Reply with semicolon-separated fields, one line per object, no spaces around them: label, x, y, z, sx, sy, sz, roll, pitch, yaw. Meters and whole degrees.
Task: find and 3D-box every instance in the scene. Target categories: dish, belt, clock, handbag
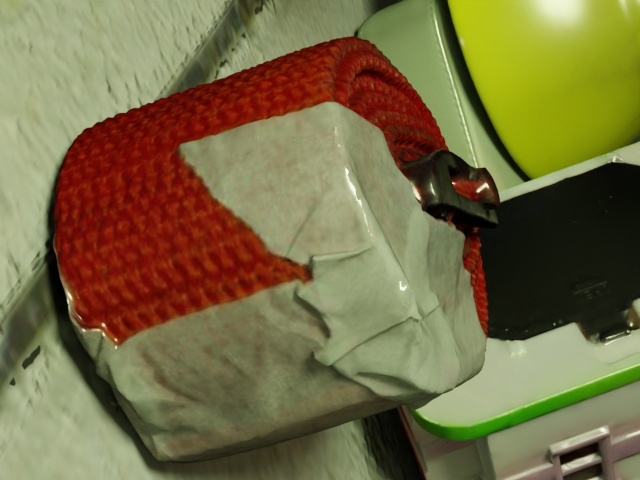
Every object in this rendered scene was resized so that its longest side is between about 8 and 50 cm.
dish;0.188;-0.153;0.956;0.262;0.108;0.221;-9;83;-58
belt;0.000;0.000;0.505;0.201;0.124;0.128;-2;75;-74
clock;0.168;0.107;0.801;0.166;0.235;0.309;-112;-177;-47
handbag;0.130;-0.058;0.988;0.219;0.079;0.256;-14;89;-54
